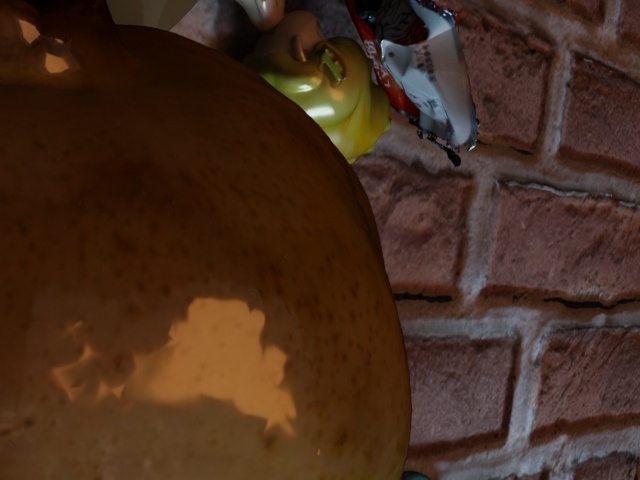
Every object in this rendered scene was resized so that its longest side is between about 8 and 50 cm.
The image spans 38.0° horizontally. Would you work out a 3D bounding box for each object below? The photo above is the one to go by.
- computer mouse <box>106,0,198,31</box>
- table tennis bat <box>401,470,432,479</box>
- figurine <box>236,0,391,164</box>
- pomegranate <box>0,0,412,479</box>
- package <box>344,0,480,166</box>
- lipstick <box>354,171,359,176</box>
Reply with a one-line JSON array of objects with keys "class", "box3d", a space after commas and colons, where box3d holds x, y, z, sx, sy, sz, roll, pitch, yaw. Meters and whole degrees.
[{"class": "computer mouse", "box3d": [-0.113, -0.277, 0.678, 0.159, 0.097, 0.288, 38, 67, -15]}, {"class": "table tennis bat", "box3d": [0.093, 0.371, 1.085, 0.124, 0.033, 0.201, 31, 68, -44]}, {"class": "figurine", "box3d": [-0.030, -0.166, 0.811, 0.131, 0.156, 0.246, -32, 103, -6]}, {"class": "pomegranate", "box3d": [-0.146, 0.050, 0.497, 0.416, 0.416, 0.417, -9, 102, -47]}, {"class": "package", "box3d": [0.075, -0.180, 0.834, 0.071, 0.269, 0.194, -12, 116, -5]}, {"class": "lipstick", "box3d": [0.000, 0.000, 0.917, 0.045, 0.045, 0.146, 12, 87, -46]}]
